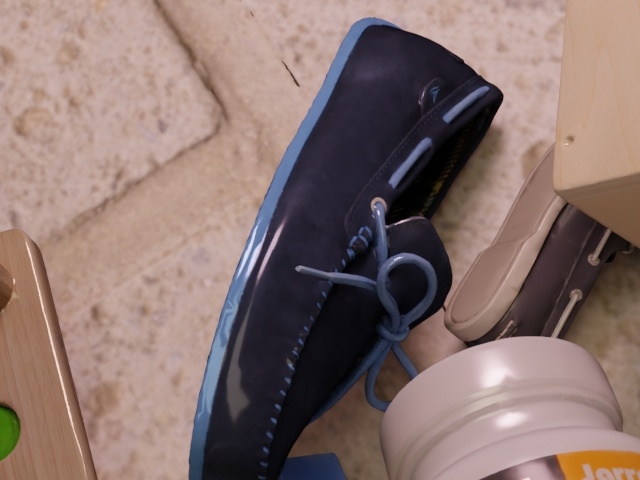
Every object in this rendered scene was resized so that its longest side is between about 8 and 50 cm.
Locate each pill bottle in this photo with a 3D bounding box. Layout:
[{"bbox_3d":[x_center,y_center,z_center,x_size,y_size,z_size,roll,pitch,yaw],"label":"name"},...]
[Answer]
[{"bbox_3d":[0.126,0.195,0.886,0.162,0.162,0.278,-21,51,4],"label":"pill bottle"}]

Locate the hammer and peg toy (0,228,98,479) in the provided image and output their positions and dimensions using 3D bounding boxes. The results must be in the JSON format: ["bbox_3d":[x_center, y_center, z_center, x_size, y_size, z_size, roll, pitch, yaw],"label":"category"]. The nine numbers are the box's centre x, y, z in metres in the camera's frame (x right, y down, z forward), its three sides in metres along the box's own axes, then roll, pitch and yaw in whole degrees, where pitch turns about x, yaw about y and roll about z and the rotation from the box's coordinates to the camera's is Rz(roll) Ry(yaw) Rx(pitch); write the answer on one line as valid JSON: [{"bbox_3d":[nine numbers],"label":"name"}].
[{"bbox_3d":[-0.280,0.102,1.070,0.266,0.127,0.361,-23,62,5],"label":"hammer and peg toy"}]

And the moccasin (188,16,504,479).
[{"bbox_3d":[0.024,0.003,1.004,0.116,0.138,0.342,19,59,5],"label":"moccasin"}]

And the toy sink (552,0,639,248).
[{"bbox_3d":[0.247,-0.061,0.992,0.131,0.234,0.153,-13,61,42],"label":"toy sink"}]

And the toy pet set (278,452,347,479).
[{"bbox_3d":[0.010,0.179,0.994,0.122,0.065,0.114,-24,63,2],"label":"toy pet set"}]

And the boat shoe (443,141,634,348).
[{"bbox_3d":[0.154,-0.007,1.058,0.065,0.075,0.206,43,72,-17],"label":"boat shoe"}]
